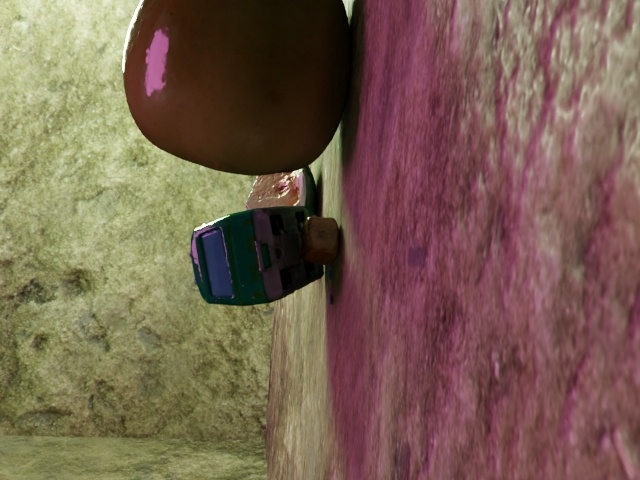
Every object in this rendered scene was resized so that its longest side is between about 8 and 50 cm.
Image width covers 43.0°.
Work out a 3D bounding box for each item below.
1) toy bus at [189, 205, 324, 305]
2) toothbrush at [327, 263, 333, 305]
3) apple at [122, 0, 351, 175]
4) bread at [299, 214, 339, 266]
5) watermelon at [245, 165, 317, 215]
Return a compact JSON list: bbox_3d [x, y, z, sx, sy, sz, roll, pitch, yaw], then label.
[{"bbox_3d":[-0.127,0.030,1.665,0.343,0.200,0.183,-13,-88,-76],"label":"toy bus"},{"bbox_3d":[0.021,0.055,1.657,0.017,0.014,0.162,72,-163,-67],"label":"toothbrush"},{"bbox_3d":[-0.154,-0.345,1.554,0.473,0.474,0.473,-177,90,-83],"label":"apple"},{"bbox_3d":[0.002,0.000,1.595,0.070,0.077,0.083,129,145,-59],"label":"bread"},{"bbox_3d":[-0.085,-0.110,2.013,0.260,0.176,0.256,-65,15,-2],"label":"watermelon"}]
